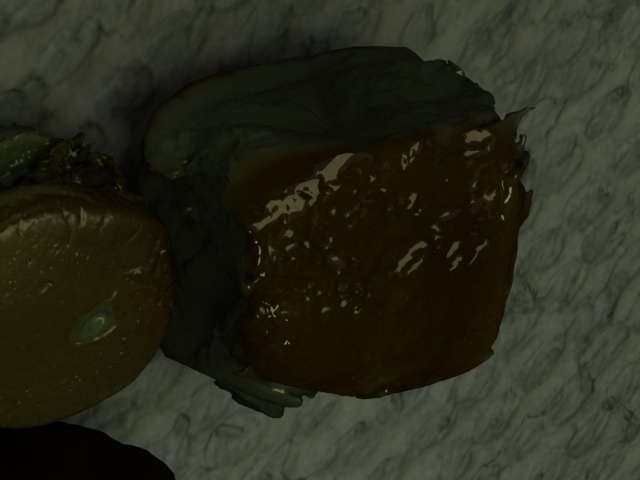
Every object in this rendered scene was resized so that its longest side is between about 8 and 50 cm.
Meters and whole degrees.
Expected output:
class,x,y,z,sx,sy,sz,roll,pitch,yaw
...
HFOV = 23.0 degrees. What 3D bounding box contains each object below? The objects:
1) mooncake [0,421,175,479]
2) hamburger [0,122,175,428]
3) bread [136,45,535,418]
class,x,y,z,sx,sy,sz,roll,pitch,yaw
mooncake,-0.231,0.271,1.047,0.324,0.324,0.187,-18,124,-28
hamburger,-0.205,0.032,1.083,0.189,0.122,0.215,-27,134,-22
bread,0.000,0.000,1.150,0.250,0.225,0.279,-16,128,-23
